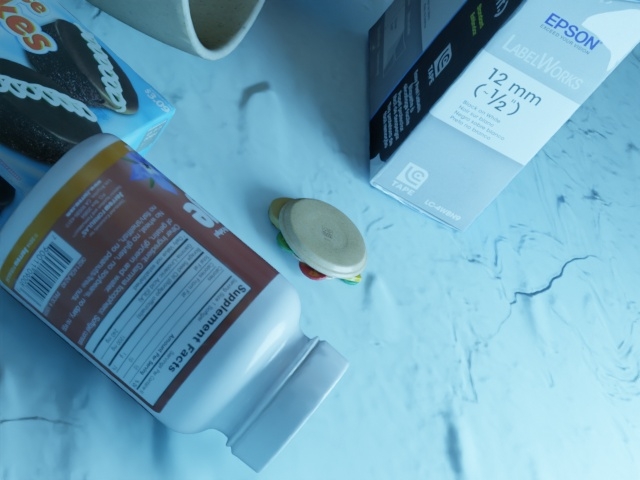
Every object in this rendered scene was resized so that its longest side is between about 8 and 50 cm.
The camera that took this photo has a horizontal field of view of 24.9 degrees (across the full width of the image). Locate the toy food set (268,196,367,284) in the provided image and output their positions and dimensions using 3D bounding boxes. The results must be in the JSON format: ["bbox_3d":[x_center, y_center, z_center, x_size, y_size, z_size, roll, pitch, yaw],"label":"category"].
[{"bbox_3d":[0.000,0.000,1.130,0.083,0.020,0.082,14,42,-32],"label":"toy food set"}]

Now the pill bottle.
[{"bbox_3d":[-0.092,0.042,0.911,0.216,0.121,0.121,40,35,1],"label":"pill bottle"}]

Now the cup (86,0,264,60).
[{"bbox_3d":[-0.156,-0.332,1.151,0.237,0.331,0.331,16,34,10],"label":"cup"}]

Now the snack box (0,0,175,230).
[{"bbox_3d":[-0.276,-0.152,1.016,0.322,0.060,0.187,42,34,5],"label":"snack box"}]

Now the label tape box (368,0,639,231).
[{"bbox_3d":[0.177,-0.213,1.243,0.115,0.348,0.249,26,37,-18],"label":"label tape box"}]
